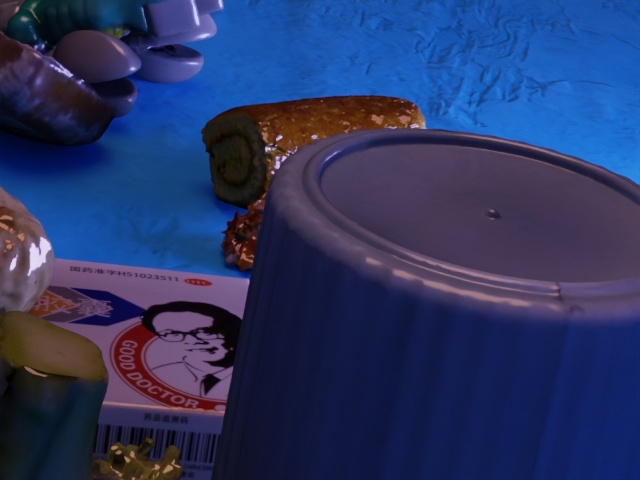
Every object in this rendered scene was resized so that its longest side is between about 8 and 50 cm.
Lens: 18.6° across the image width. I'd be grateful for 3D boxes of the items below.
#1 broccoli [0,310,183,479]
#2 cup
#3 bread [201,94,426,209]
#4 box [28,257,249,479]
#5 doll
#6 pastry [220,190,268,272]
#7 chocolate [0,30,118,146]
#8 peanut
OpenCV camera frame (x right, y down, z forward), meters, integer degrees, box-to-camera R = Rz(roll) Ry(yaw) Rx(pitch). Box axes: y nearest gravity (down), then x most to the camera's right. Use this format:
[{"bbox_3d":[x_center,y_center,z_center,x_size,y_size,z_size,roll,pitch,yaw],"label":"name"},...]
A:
[{"bbox_3d":[-0.160,0.160,0.997,0.247,0.243,0.263,-12,36,-44],"label":"broccoli"},{"bbox_3d":[0.078,0.106,1.124,0.257,0.311,0.331,15,24,11],"label":"cup"},{"bbox_3d":[-0.003,-0.076,1.741,0.172,0.103,0.132,-3,-2,-28],"label":"bread"},{"bbox_3d":[-0.218,0.080,1.376,0.353,0.069,0.214,7,24,-10],"label":"box"},{"bbox_3d":[-0.208,-0.207,1.946,0.195,0.153,0.258,-32,27,-31],"label":"doll"},{"bbox_3d":[0.000,-0.001,1.636,0.169,0.063,0.087,14,27,7],"label":"pastry"},{"bbox_3d":[-0.309,-0.149,1.795,0.254,0.080,0.157,29,-7,32],"label":"chocolate"},{"bbox_3d":[-0.256,0.005,1.318,0.159,0.109,0.140,9,38,9],"label":"peanut"}]
